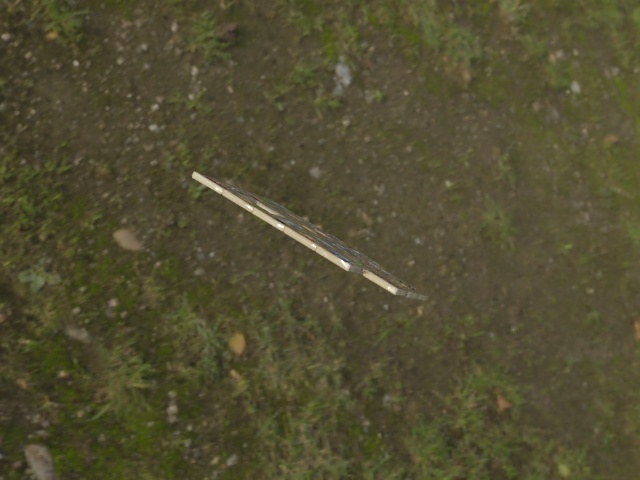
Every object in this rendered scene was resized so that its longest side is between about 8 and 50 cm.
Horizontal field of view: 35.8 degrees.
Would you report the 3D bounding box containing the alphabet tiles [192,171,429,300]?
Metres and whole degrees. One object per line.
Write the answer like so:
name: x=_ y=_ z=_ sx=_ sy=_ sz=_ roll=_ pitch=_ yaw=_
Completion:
alphabet tiles: x=0.000 y=0.000 z=1.048 sx=0.009 sy=0.237 sz=0.198 roll=-61 pitch=158 yaw=5
